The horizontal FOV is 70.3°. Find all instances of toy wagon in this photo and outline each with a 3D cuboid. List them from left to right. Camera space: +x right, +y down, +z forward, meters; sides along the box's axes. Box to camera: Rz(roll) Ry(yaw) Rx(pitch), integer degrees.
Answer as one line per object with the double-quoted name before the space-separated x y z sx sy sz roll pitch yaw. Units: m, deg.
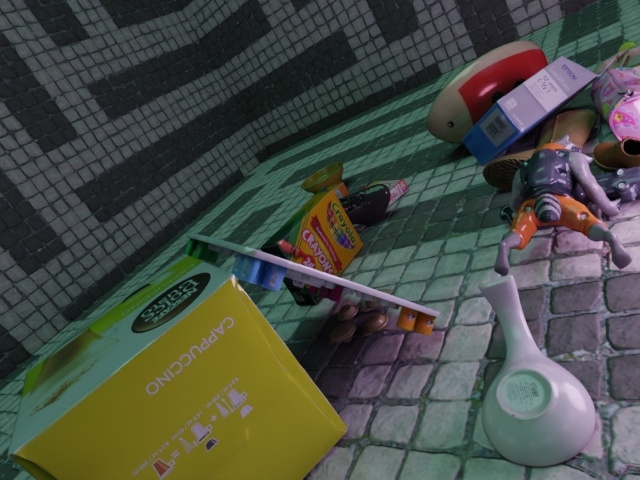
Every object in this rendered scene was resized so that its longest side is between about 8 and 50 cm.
"toy wagon" 0.982 -0.538 1.308 0.344 0.068 0.267 -7 31 48

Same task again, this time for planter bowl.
"planter bowl" 0.026 -0.250 1.994 0.217 0.090 0.217 -27 20 11

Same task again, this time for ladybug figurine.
"ladybug figurine" 0.569 -0.469 1.497 0.449 0.305 0.162 -34 59 4

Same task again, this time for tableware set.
"tableware set" 0.090 0.167 1.002 0.141 0.020 0.169 -21 21 21

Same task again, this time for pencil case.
"pencil case" 0.741 -0.336 1.100 0.124 0.124 0.284 -19 22 31

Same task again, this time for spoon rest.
"spoon rest" 0.283 0.176 0.636 0.137 0.084 0.277 -23 34 26

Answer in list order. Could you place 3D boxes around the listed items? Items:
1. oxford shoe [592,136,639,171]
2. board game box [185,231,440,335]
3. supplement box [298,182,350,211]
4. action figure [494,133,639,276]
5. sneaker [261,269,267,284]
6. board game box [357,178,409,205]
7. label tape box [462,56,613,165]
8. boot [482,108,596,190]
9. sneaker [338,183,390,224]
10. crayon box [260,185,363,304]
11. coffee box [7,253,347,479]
"oxford shoe" 0.642 -0.186 0.954 0.076 0.076 0.212 -30 18 10
"board game box" -0.038 0.077 0.878 0.390 0.389 0.051 8 79 61
"supplement box" 0.008 -0.129 1.752 0.233 0.080 0.078 -38 20 -23
"action figure" 0.474 -0.092 0.837 0.341 0.179 0.330 -20 32 36
"sneaker" -0.127 0.094 1.452 0.178 0.072 0.077 -34 30 18
"board game box" 0.192 -0.152 1.579 0.146 0.045 0.193 -39 21 -20
"label tape box" 0.605 -0.387 1.293 0.347 0.115 0.249 -37 -7 -10
"boot" 0.571 -0.237 1.176 0.236 0.089 0.269 -1 34 37
"sneaker" 0.088 -0.093 1.436 0.286 0.109 0.130 -30 -24 22
"crayon box" 0.000 0.000 1.263 0.081 0.202 0.318 -11 29 44
"coffee box" -0.230 0.263 0.763 0.337 0.338 0.334 -40 21 -20
